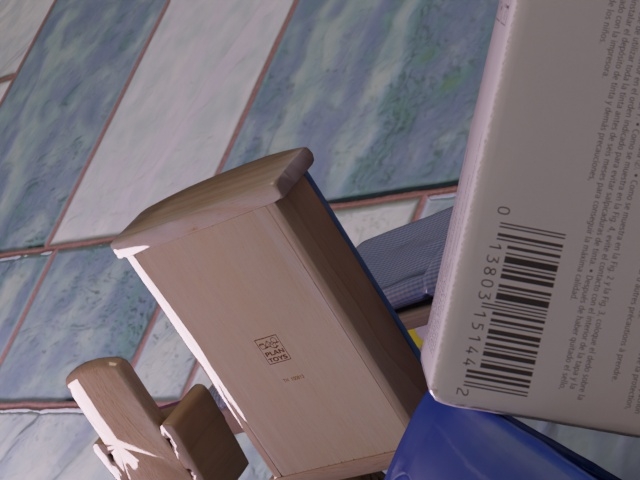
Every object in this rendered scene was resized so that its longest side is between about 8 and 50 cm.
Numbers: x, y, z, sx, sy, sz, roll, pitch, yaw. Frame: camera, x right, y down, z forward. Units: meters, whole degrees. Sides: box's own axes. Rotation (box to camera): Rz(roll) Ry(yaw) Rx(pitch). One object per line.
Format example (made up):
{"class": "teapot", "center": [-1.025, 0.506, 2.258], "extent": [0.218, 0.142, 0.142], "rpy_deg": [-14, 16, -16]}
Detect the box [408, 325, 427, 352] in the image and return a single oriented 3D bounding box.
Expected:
{"class": "box", "center": [0.103, 0.057, 1.180], "extent": [0.179, 0.043, 0.105], "rpy_deg": [13, 68, 57]}

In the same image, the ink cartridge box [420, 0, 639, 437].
{"class": "ink cartridge box", "center": [0.206, -0.045, 0.759], "extent": [0.066, 0.261, 0.296], "rpy_deg": [-93, 14, -76]}

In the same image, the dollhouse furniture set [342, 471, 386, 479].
{"class": "dollhouse furniture set", "center": [-0.006, 0.256, 1.020], "extent": [0.183, 0.129, 0.129], "rpy_deg": [-34, 35, 16]}

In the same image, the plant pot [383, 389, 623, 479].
{"class": "plant pot", "center": [0.138, 0.239, 0.783], "extent": [0.212, 0.236, 0.236], "rpy_deg": [-59, 32, 0]}

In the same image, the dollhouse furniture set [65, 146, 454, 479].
{"class": "dollhouse furniture set", "center": [0.000, 0.000, 1.071], "extent": [0.286, 0.198, 0.303], "rpy_deg": [-19, 21, 37]}
